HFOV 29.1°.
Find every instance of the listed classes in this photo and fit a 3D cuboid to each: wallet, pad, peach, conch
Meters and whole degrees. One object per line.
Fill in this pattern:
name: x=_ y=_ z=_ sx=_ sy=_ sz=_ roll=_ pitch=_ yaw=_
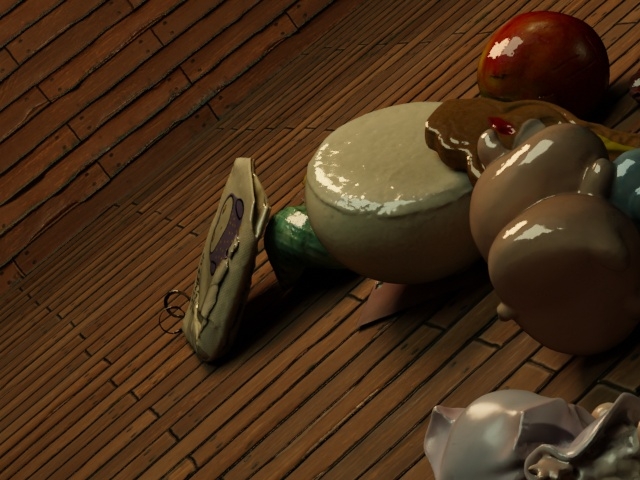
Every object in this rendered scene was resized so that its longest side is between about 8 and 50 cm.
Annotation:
wallet: x=-0.157 y=0.039 z=1.938 sx=0.335 sy=0.068 sz=0.275 roll=-70 pitch=22 yaw=11
pad: x=0.137 y=0.058 z=1.656 sx=0.188 sy=0.006 sz=0.113 roll=-24 pitch=21 yaw=30
peach: x=0.329 y=-0.243 z=1.775 sx=0.197 sy=0.197 sz=0.197 roll=-32 pitch=18 yaw=12
conch: x=-0.003 y=-0.001 z=1.873 sx=0.188 sy=0.122 sz=0.176 roll=-17 pitch=-14 yaw=24

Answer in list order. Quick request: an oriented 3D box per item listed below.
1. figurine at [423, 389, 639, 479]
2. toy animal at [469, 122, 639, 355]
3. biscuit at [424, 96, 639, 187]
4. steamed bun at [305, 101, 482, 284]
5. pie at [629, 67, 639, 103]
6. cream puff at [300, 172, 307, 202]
figurine: x=0.202 y=0.188 z=1.011 sx=0.276 sy=0.133 sz=0.200 roll=-10 pitch=28 yaw=52
toy animal: x=0.255 y=0.007 z=1.282 sx=0.229 sy=0.210 sz=0.221 roll=-4 pitch=41 yaw=47
biscuit: x=0.265 y=-0.104 z=1.493 sx=0.295 sy=0.044 sz=0.186 roll=20 pitch=47 yaw=21
steamed bun: x=0.123 y=-0.048 z=1.626 sx=0.283 sy=0.177 sz=0.283 roll=-10 pitch=35 yaw=7
pie: x=0.490 y=-0.237 z=1.691 sx=0.153 sy=0.038 sz=0.153 roll=-35 pitch=19 yaw=14
cream puff: x=0.050 y=-0.092 z=1.990 sx=0.189 sy=0.129 sz=0.189 roll=-34 pitch=15 yaw=10
